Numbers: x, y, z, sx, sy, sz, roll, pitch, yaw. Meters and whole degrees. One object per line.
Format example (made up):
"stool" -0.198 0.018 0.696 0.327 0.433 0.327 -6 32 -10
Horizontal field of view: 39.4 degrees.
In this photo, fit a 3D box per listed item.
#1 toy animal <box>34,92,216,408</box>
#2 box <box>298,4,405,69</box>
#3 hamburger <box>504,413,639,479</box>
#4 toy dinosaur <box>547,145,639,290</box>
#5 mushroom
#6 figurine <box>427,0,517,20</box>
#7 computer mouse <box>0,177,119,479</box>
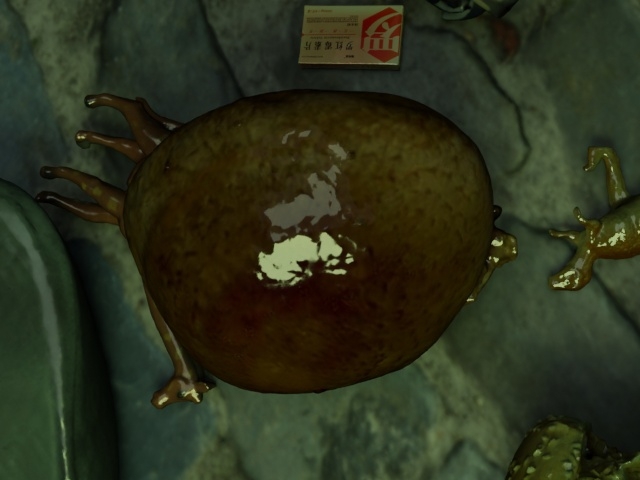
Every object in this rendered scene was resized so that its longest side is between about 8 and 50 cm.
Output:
"toy animal" -0.153 0.006 0.778 0.229 0.066 0.224 30 84 7
"box" 0.028 -0.183 0.807 0.093 0.015 0.058 4 77 13
"hamburger" 0.171 0.232 0.607 0.122 0.189 0.215 13 83 23
"toy dinosaur" 0.267 -0.013 0.717 0.161 0.039 0.126 8 90 8
"mushroom" 0.010 0.007 0.660 0.283 0.263 0.195 -8 45 -22
"figurine" 0.130 -0.310 0.755 0.145 0.145 0.222 21 84 15
"computer mouse" -0.264 0.131 0.745 0.188 0.122 0.371 -11 83 12
